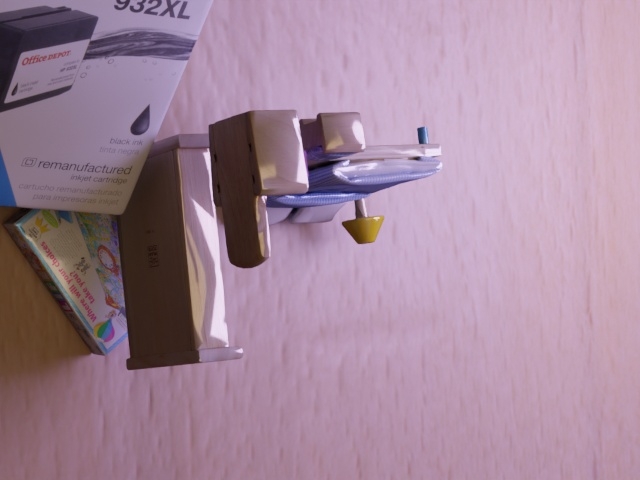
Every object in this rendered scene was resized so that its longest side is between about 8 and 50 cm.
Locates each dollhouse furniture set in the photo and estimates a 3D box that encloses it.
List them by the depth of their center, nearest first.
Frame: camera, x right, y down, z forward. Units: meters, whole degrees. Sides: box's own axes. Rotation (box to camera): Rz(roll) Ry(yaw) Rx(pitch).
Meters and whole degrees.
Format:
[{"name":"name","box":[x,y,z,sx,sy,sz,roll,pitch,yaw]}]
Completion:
[{"name":"dollhouse furniture set","box":[0.000,0.000,1.515,0.303,0.286,0.198,-4,86,-34]}]

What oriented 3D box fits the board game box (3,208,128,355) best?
[{"name":"board game box","box":[-0.210,0.015,1.541,0.103,0.026,0.154,-42,114,-27]}]

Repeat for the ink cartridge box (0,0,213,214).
[{"name":"ink cartridge box","box":[-0.227,-0.184,1.369,0.223,0.129,0.307,5,126,-34]}]
